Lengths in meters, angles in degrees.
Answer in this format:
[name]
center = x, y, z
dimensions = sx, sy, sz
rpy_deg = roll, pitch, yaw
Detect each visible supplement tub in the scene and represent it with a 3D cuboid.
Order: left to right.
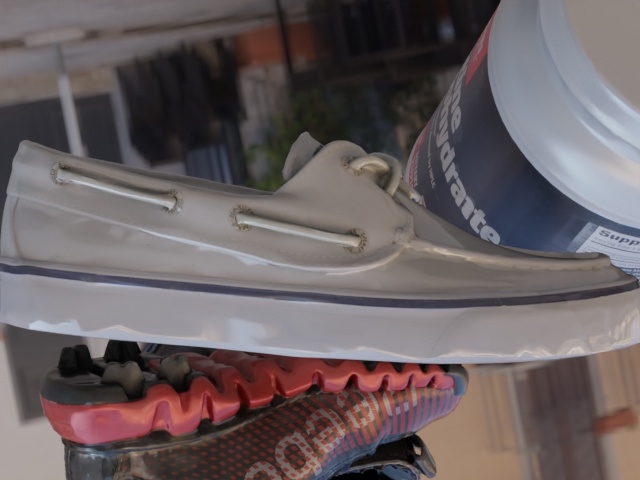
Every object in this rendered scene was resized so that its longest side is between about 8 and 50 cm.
[supplement tub]
center = 0.172, -0.066, 0.936
dimensions = 0.191, 0.191, 0.272
rpy_deg = -11, 159, -19

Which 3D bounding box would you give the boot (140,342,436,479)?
[boot]
center = -0.039, 0.124, 1.076
dimensions = 0.263, 0.091, 0.229
rpy_deg = -26, -148, 24

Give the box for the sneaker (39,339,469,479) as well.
[sneaker]
center = -0.032, 0.119, 0.928
dimensions = 0.276, 0.135, 0.097
rpy_deg = -6, -171, -31

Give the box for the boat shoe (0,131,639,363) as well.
[boat shoe]
center = 0.000, 0.000, 0.639
dimensions = 0.267, 0.088, 0.096
rpy_deg = 4, -178, 10
